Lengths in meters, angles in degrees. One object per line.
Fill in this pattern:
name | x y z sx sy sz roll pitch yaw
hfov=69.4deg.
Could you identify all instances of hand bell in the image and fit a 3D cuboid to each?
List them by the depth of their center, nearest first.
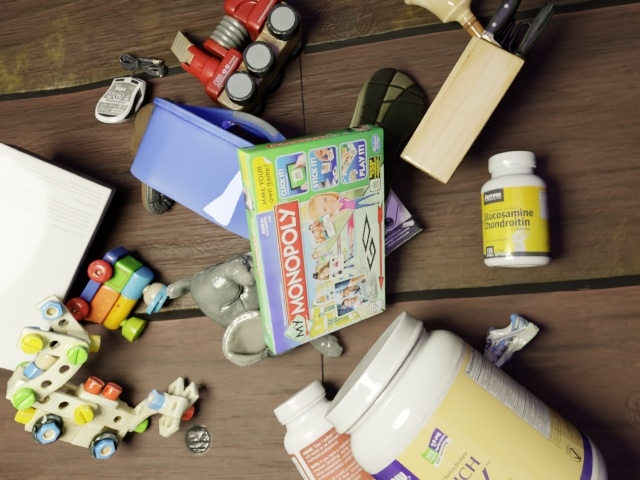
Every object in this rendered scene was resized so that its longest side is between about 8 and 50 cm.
hand bell | 0.277 -0.385 0.831 0.126 0.126 0.242 -40 91 3

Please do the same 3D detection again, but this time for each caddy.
caddy | -0.144 -0.129 0.793 0.341 0.241 0.179 29 96 11

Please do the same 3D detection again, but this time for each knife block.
knife block | 0.252 -0.253 0.722 0.088 0.242 0.276 33 56 12

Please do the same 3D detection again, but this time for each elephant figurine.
elephant figurine | -0.109 0.141 0.807 0.186 0.169 0.239 -19 97 36

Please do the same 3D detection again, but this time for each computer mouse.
computer mouse | -0.388 -0.298 0.930 0.106 0.042 0.193 11 61 6

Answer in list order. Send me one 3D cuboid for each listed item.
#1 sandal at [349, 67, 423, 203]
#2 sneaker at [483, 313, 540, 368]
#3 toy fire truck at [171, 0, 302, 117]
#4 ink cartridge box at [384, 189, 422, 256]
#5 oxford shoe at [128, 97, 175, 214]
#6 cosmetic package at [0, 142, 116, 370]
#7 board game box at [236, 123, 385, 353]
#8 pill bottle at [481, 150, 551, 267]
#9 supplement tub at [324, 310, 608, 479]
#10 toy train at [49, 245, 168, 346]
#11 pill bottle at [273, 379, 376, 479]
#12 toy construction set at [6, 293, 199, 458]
sandal | 0.090 -0.179 0.824 0.120 0.086 0.303 28 75 -17
sneaker | 0.300 0.178 0.779 0.135 0.052 0.058 -45 61 5
toy fire truck | -0.181 -0.379 0.888 0.246 0.158 0.217 33 90 2
ink cartridge box | 0.069 0.005 0.836 0.207 0.046 0.097 -36 78 4
oxford shoe | -0.332 -0.161 0.918 0.096 0.083 0.227 -3 80 26
cosmetic package | -0.548 0.030 0.852 0.197 0.155 0.366 26 88 -22
board game box | 0.000 0.000 0.709 0.213 0.046 0.317 -17 118 -25
pill bottle | 0.322 -0.049 0.769 0.103 0.103 0.184 -2 83 10
supplement tub | 0.196 0.286 0.677 0.331 0.241 0.241 37 91 9
toy train | -0.403 0.148 0.887 0.143 0.105 0.248 34 100 -5
pill bottle | 0.018 0.350 0.768 0.121 0.121 0.216 -35 79 4
toy construction set | -0.389 0.260 0.813 0.327 0.151 0.215 35 81 -18
